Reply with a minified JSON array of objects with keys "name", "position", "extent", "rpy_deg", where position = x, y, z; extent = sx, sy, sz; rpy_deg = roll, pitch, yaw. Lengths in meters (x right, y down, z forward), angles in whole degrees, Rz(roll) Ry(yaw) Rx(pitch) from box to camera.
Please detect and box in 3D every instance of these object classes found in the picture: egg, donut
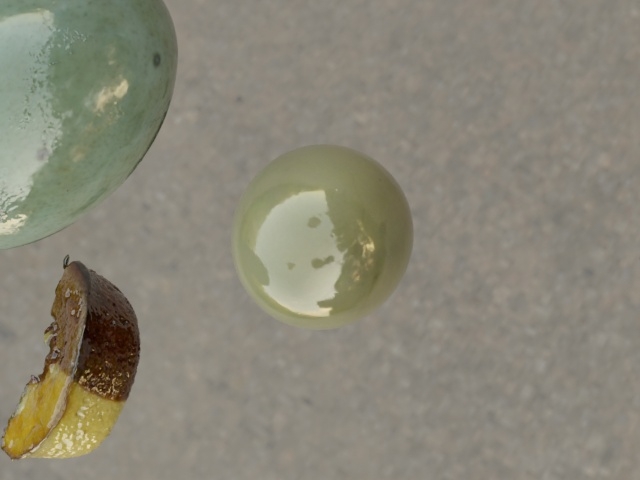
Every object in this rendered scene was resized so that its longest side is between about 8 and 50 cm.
[{"name":"egg","position":[-0.196,-0.089,1.200],"extent":[0.236,0.169,0.169],"rpy_deg":[-35,104,14]},{"name":"donut","position":[-0.250,0.144,1.921],"extent":[0.085,0.141,0.217],"rpy_deg":[20,98,-28]},{"name":"egg","position":[0.000,0.000,1.891],"extent":[0.186,0.186,0.241],"rpy_deg":[33,156,3]}]
